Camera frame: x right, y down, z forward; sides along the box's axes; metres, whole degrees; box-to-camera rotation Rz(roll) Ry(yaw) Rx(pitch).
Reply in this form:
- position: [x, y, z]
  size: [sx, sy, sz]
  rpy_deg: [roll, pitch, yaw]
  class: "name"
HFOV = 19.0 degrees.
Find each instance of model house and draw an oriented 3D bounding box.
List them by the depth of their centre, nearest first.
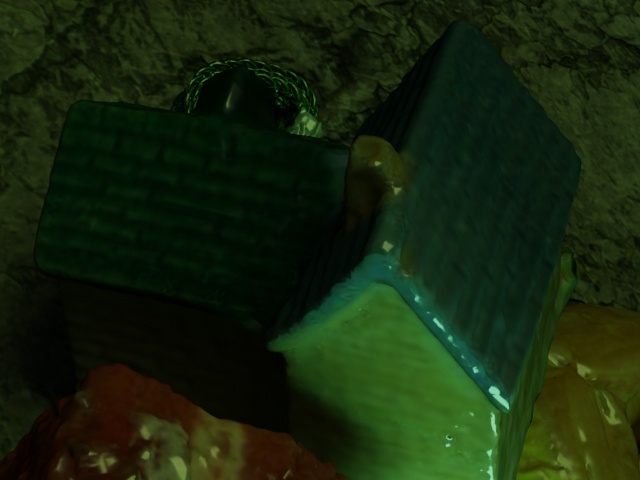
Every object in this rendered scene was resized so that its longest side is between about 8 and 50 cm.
- position: [0.000, 0.000, 1.513]
  size: [0.382, 0.343, 0.335]
  rpy_deg: [8, 43, 14]
  class: "model house"

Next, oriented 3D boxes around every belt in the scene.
- position: [-0.075, -0.110, 1.850]
  size: [0.151, 0.079, 0.121]
  rpy_deg: [-12, 73, -29]
  class: "belt"

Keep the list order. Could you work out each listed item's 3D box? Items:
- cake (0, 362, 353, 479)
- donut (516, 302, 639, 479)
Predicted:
- position: [-0.101, 0.292, 1.347]
  size: [0.319, 0.270, 0.269]
  rpy_deg: [24, 45, -19]
  class: "cake"
- position: [0.287, 0.251, 1.709]
  size: [0.448, 0.198, 0.449]
  rpy_deg: [21, 44, -22]
  class: "donut"
